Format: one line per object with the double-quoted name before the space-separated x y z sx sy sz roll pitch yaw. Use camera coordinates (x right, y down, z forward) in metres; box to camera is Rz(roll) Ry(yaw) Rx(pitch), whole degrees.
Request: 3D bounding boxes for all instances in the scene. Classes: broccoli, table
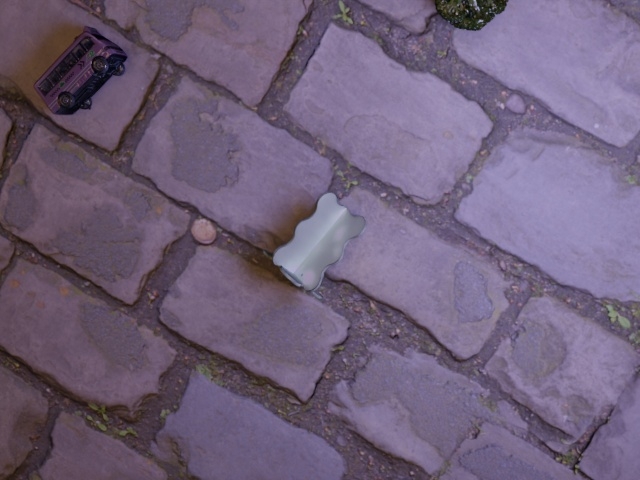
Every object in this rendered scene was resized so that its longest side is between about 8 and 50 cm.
"broccoli" 0.294 -0.502 1.501 0.162 0.138 0.146 43 69 12
"table" 0.000 0.000 1.607 0.166 0.166 0.198 40 94 0

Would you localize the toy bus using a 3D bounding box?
"toy bus" -0.527 -0.370 1.638 0.199 0.096 0.108 -41 88 14
